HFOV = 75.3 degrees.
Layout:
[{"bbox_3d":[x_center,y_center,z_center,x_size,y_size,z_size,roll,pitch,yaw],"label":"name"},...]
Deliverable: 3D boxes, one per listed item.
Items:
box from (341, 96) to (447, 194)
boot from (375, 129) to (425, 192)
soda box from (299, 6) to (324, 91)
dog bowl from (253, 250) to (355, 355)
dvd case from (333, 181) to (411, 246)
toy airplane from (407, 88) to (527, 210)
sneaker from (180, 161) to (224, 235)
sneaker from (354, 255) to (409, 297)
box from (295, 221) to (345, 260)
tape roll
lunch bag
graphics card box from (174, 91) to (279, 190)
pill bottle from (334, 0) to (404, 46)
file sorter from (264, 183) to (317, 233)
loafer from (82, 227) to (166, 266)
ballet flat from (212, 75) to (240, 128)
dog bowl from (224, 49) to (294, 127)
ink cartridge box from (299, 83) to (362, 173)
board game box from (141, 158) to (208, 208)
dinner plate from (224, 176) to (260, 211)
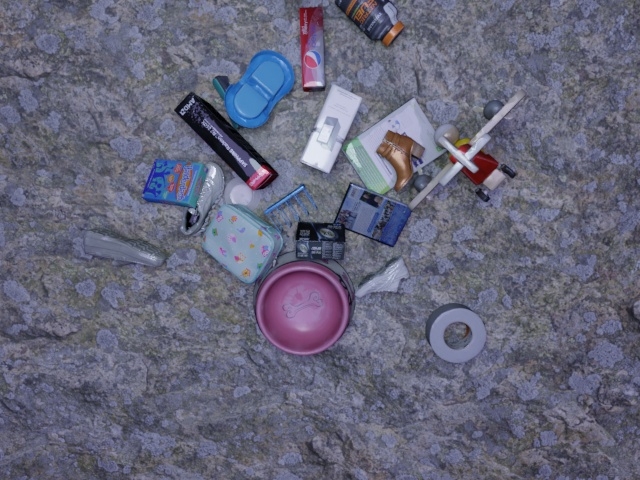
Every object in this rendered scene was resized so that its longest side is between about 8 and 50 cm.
[{"bbox_3d":[0.268,-0.337,1.536,0.321,0.058,0.232,-34,97,4],"label":"box"},{"bbox_3d":[0.264,-0.283,1.480,0.152,0.073,0.197,26,85,-5],"label":"boot"},{"bbox_3d":[-0.028,-0.672,1.472,0.083,0.092,0.264,-2,98,2],"label":"soda box"},{"bbox_3d":[-0.065,0.247,1.572,0.407,0.150,0.409,0,99,0],"label":"dog bowl"},{"bbox_3d":[0.194,-0.093,1.556,0.252,0.022,0.181,21,119,-3],"label":"dvd case"},{"bbox_3d":[0.465,-0.290,1.377,0.385,0.385,0.273,-26,63,-15],"label":"toy airplane"},{"bbox_3d":[-0.440,-0.149,1.537,0.109,0.118,0.293,20,96,-1],"label":"sneaker"},{"bbox_3d":[0.242,0.166,1.590,0.232,0.090,0.115,-34,100,6],"label":"sneaker"},{"bbox_3d":[0.000,0.000,1.529,0.179,0.147,0.078,3,120,1],"label":"box"},{"bbox_3d":[0.526,0.360,1.621,0.218,0.072,0.220,0,99,0],"label":"tape roll"},{"bbox_3d":[-0.279,0.005,1.523,0.279,0.108,0.224,36,104,13],"label":"lunch bag"},{"bbox_3d":[-0.314,-0.334,1.451,0.094,0.233,0.371,-43,96,7],"label":"graphics card box"},{"bbox_3d":[0.176,-0.791,1.435,0.245,0.130,0.130,43,96,-5],"label":"pill bottle"},{"bbox_3d":[-0.105,-0.118,1.539,0.170,0.118,0.105,-34,100,5],"label":"file sorter"},{"bbox_3d":[-0.742,0.047,1.574,0.319,0.112,0.112,18,103,6],"label":"loafer"},{"bbox_3d":[-0.319,-0.508,1.511,0.074,0.074,0.203,-26,92,4],"label":"ballet flat"},{"bbox_3d":[-0.220,-0.524,1.462,0.165,0.074,0.297,38,78,-17],"label":"dog bowl"},{"bbox_3d":[0.032,-0.378,1.459,0.114,0.198,0.273,24,98,-4],"label":"ink cartridge box"},{"bbox_3d":[-0.527,-0.208,1.502,0.210,0.047,0.160,8,73,18],"label":"board game box"},{"bbox_3d":[-0.298,-0.173,1.582,0.141,0.017,0.142,0,99,0],"label":"dinner plate"}]
